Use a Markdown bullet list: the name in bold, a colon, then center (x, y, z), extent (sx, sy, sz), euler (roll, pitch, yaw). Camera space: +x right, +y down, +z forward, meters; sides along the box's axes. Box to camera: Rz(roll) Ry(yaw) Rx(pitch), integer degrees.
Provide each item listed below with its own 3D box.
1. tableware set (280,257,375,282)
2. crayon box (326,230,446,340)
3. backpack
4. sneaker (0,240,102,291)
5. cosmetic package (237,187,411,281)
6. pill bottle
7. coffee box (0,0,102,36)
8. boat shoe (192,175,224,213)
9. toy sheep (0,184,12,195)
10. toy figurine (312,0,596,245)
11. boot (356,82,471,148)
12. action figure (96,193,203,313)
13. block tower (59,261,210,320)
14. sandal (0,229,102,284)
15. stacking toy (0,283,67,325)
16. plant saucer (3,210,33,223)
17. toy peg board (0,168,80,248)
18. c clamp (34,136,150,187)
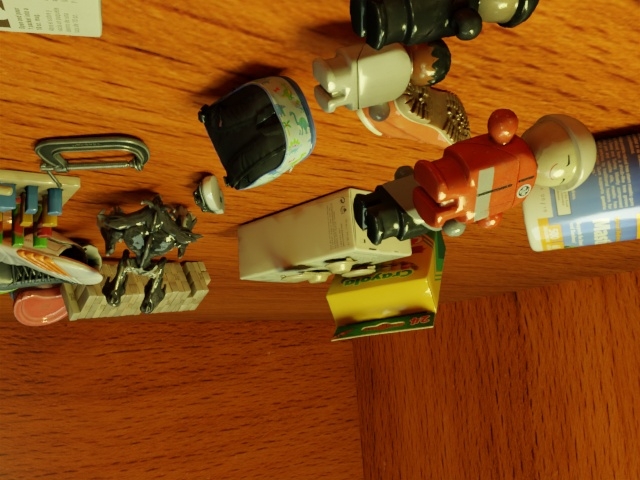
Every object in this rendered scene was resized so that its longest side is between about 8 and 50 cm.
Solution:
- **tableware set**: center (0.015, 0.058, 1.238), extent (0.168, 0.020, 0.141), euler (-11, 169, 20)
- **crayon box**: center (0.135, 0.073, 1.343), extent (0.202, 0.081, 0.318), euler (-12, -158, 18)
- **backpack**: center (-0.056, -0.118, 0.714), extent (0.084, 0.105, 0.114), euler (-24, -177, -41)
- **sneaker**: center (-0.542, 0.052, 1.328), extent (0.163, 0.086, 0.226), euler (-1, -174, 43)
- **cosmetic package**: center (0.000, 0.000, 1.273), extent (0.309, 0.113, 0.160), euler (-14, 165, 43)
- **pill bottle**: center (0.434, -0.075, 0.979), extent (0.272, 0.152, 0.152), euler (-8, 168, 21)
- **coffee box**: center (-0.218, -0.175, 0.270), extent (0.246, 0.141, 0.098), euler (-2, 168, -16)
- **boat shoe**: center (-0.175, -0.065, 1.047), extent (0.040, 0.049, 0.142), euler (-4, 171, -2)
- **toy sheep**: center (-0.446, -0.071, 0.830), extent (0.132, 0.091, 0.091), euler (2, 168, -6)
- **toy figurine**: center (0.102, -0.108, 0.565), extent (0.148, 0.213, 0.209), euler (-18, 176, -16)
- **boot**: center (0.112, -0.140, 0.788), extent (0.084, 0.059, 0.158), euler (-11, 159, 43)
- **action figure**: center (-0.291, -0.001, 1.117), extent (0.164, 0.141, 0.276), euler (9, 138, -21)
- **block tower**: center (-0.419, 0.113, 1.579), extent (0.335, 0.091, 0.097), euler (-2, 143, -42)
- **sandal**: center (-0.521, 0.010, 1.249), extent (0.265, 0.076, 0.102), euler (15, 157, 9)
- **stacking toy**: center (-0.687, 0.074, 1.508), extent (0.309, 0.130, 0.279), euler (2, 140, -45)
- **plant saucer**: center (-0.499, -0.043, 1.115), extent (0.083, 0.013, 0.083), euler (-4, 169, -1)
- **toy peg board**: center (-0.450, -0.041, 0.984), extent (0.161, 0.079, 0.160), euler (3, 166, -34)
- **c clamp**: center (-0.295, -0.106, 0.880), extent (0.160, 0.022, 0.137), euler (-4, 163, 4)
